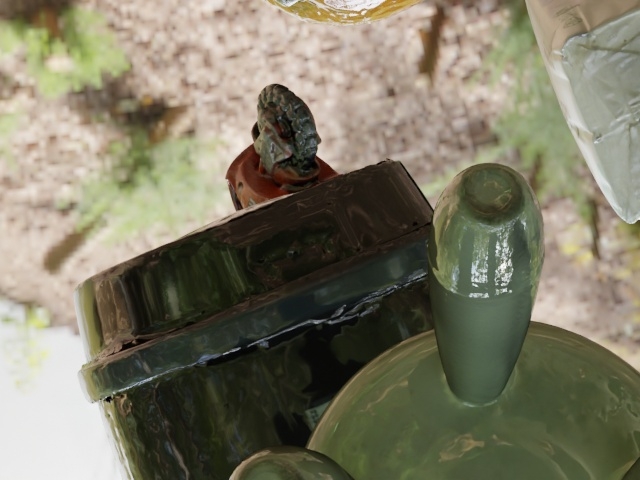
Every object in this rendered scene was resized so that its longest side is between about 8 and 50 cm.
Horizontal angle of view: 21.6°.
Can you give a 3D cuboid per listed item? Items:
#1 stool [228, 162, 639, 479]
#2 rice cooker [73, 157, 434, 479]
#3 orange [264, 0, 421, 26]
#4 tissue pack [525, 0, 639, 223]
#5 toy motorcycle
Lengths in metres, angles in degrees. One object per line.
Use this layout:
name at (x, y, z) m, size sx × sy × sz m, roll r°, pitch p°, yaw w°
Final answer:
stool at (0.081, 0.108, 0.693) m, size 0.195 × 0.195 × 0.199 m, roll -53°, pitch 169°, yaw -12°
rice cooker at (-0.012, 0.087, 1.000) m, size 0.267 × 0.224 × 0.267 m, roll -21°, pitch 178°, yaw -1°
orange at (0.020, -0.356, 1.614) m, size 0.312 × 0.312 × 0.312 m, roll -8°, pitch 153°, yaw -4°
tissue pack at (0.389, -0.222, 2.132) m, size 0.193 × 0.356 × 0.266 m, roll -21°, pitch 112°, yaw 8°
toy motorcycle at (0.000, 0.000, 1.549) m, size 0.089 × 0.298 × 0.171 m, roll -25°, pitch -176°, yaw -32°
